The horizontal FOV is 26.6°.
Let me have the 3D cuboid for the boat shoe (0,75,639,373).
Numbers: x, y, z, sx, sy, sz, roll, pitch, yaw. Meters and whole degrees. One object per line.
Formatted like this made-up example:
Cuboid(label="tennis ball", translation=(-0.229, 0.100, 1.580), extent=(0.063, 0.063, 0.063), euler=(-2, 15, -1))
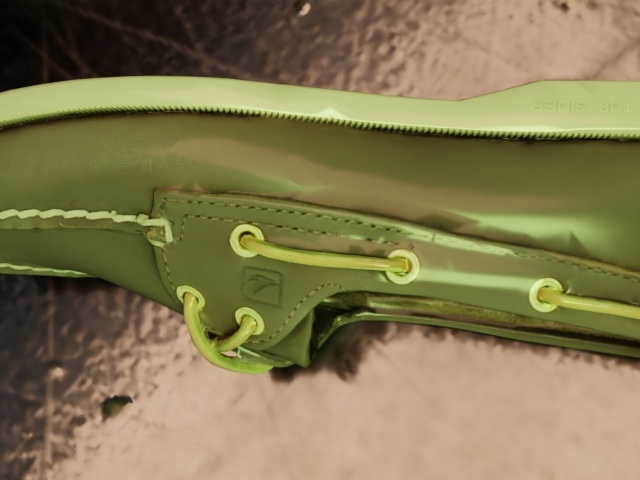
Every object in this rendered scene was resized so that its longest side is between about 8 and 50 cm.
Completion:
Cuboid(label="boat shoe", translation=(0.000, 0.000, 0.504), extent=(0.324, 0.116, 0.096), euler=(0, 78, 4))
